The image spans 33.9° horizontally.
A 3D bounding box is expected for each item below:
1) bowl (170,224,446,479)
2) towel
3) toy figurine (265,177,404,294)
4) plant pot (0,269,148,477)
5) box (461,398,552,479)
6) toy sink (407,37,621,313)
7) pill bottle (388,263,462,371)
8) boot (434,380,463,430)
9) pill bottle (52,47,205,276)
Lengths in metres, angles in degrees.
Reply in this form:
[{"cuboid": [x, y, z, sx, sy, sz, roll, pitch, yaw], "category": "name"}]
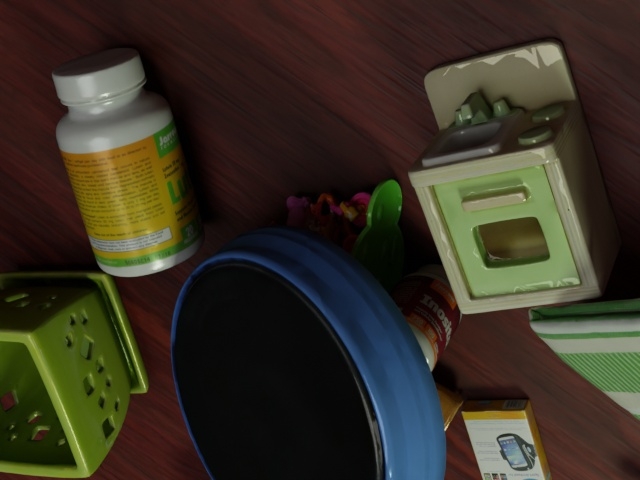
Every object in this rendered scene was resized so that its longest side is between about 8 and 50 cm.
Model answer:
[{"cuboid": [-0.033, 0.179, 1.168, 0.391, 0.077, 0.391, 22, 121, 43], "category": "bowl"}, {"cuboid": [0.381, 0.155, 1.027, 0.325, 0.038, 0.248, 35, 160, -17], "category": "towel"}, {"cuboid": [0.000, 0.000, 1.205, 0.159, 0.130, 0.173, 14, 102, 30], "category": "toy figurine"}, {"cuboid": [-0.373, 0.162, 1.414, 0.228, 0.207, 0.227, -2, 117, 27], "category": "plant pot"}, {"cuboid": [0.229, 0.256, 1.279, 0.081, 0.028, 0.136, -6, 117, 29], "category": "box"}, {"cuboid": [0.188, -0.060, 1.049, 0.153, 0.131, 0.234, -9, 113, 30], "category": "toy sink"}, {"cuboid": [0.106, 0.089, 1.163, 0.086, 0.152, 0.086, 12, 122, 20], "category": "pill bottle"}, {"cuboid": [0.035, 0.254, 1.327, 0.211, 0.104, 0.295, 34, 123, 6], "category": "boot"}, {"cuboid": [-0.229, -0.093, 1.235, 0.136, 0.136, 0.246, 1, 118, 26], "category": "pill bottle"}]
